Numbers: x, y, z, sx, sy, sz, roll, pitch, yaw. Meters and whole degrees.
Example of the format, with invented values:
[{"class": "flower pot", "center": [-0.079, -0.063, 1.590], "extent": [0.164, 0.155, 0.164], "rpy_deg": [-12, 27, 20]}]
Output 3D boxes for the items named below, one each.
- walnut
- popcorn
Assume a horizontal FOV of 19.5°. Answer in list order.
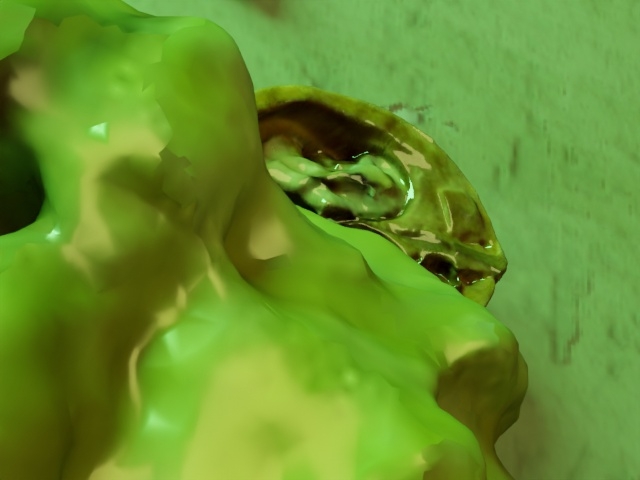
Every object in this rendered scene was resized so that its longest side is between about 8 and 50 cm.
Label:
[{"class": "walnut", "center": [0.000, 0.000, 0.617], "extent": [0.121, 0.052, 0.091], "rpy_deg": [19, 55, -28]}, {"class": "popcorn", "center": [-0.068, 0.055, 0.428], "extent": [0.195, 0.256, 0.255], "rpy_deg": [-48, 143, -9]}]
